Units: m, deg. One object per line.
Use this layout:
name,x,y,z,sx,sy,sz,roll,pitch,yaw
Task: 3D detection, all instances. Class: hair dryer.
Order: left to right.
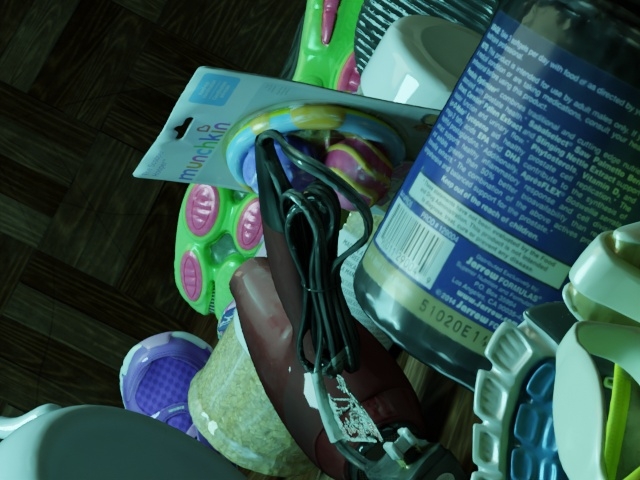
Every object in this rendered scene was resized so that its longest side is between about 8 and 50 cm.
hair dryer,0.008,0.041,1.048,0.080,0.224,0.293,-19,3,-18

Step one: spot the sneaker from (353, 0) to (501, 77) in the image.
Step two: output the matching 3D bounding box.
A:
sneaker,0.144,-0.261,1.574,0.146,0.122,0.330,-41,-16,-54

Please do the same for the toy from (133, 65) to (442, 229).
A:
toy,0.017,-0.036,1.103,0.137,0.237,0.056,130,140,-54

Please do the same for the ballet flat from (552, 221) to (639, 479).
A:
ballet flat,0.119,0.037,0.612,0.077,0.077,0.231,-59,7,38

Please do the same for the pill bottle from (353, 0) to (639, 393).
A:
pill bottle,0.114,-0.042,0.780,0.219,0.122,0.123,-62,6,12

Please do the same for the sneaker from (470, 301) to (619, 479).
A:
sneaker,0.083,0.121,0.703,0.191,0.071,0.083,-68,-23,0

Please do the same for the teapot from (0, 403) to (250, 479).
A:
teapot,-0.130,0.228,1.014,0.187,0.252,0.256,-49,21,20

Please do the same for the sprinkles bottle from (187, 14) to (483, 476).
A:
sprinkles bottle,0.024,0.011,1.286,0.355,0.121,0.121,-60,7,30

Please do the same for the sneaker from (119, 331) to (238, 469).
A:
sneaker,-0.106,0.192,1.494,0.104,0.095,0.236,-111,11,-66

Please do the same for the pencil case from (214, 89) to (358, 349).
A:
pencil case,0.000,0.000,1.537,0.124,0.124,0.284,-55,10,53

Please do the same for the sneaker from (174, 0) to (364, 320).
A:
sneaker,0.009,-0.120,1.917,0.483,0.185,0.202,-60,-12,0
